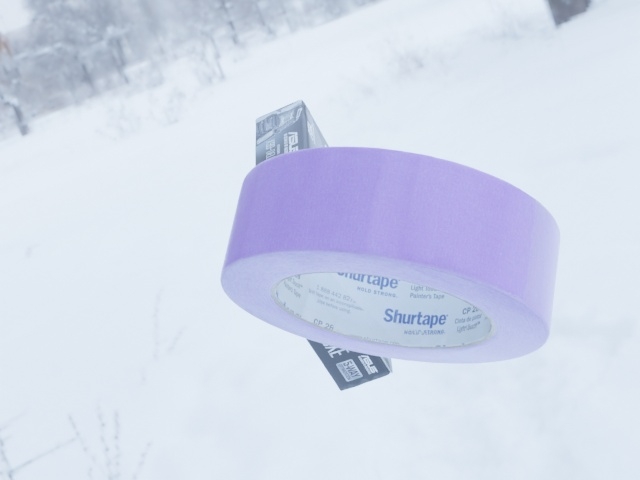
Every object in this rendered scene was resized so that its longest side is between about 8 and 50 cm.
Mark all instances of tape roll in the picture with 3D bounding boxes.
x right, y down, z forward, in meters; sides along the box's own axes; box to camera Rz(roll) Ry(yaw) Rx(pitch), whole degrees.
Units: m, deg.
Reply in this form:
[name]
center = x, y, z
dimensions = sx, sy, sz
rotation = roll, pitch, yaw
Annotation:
[tape roll]
center = 0.058, 0.022, 0.904
dimensions = 0.274, 0.274, 0.090
rotation = -9, 61, 41

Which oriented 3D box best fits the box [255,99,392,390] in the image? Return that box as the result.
[box]
center = 0.000, 0.000, 1.385
dimensions = 0.076, 0.242, 0.307
rotation = -21, 36, 13
